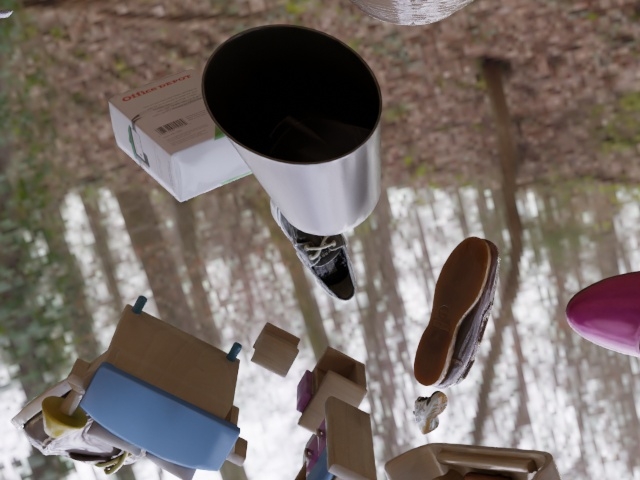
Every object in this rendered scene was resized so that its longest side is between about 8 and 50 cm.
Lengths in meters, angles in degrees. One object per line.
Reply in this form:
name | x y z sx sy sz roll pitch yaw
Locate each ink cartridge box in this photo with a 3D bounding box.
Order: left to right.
ink cartridge box | -0.210 -0.169 2.171 0.160 0.092 0.219 -23 -142 -24

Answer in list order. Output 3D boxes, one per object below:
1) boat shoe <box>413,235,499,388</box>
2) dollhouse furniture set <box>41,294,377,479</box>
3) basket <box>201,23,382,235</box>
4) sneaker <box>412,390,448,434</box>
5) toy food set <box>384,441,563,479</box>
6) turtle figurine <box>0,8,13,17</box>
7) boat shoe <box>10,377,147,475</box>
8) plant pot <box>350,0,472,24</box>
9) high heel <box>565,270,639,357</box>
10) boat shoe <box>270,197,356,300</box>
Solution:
boat shoe | 0.183 0.093 1.781 0.073 0.207 0.073 8 -160 -43
dollhouse furniture set | -0.127 0.194 1.367 0.303 0.198 0.286 27 -163 -10
basket | -0.012 -0.108 1.534 0.204 0.227 0.154 28 -106 20
sneaker | 0.124 0.196 1.635 0.032 0.083 0.037 -18 -121 -23
toy food set | 0.205 0.357 1.617 0.092 0.219 0.306 -29 -170 -27
turtle figurine | -0.583 -0.244 1.741 0.266 0.275 0.197 -23 -130 29
boat shoe | -0.209 0.185 1.435 0.117 0.096 0.324 -32 170 10
plant pot | 0.086 -0.289 1.363 0.237 0.109 0.237 1 -134 -1
high heel | 0.512 0.135 1.803 0.377 0.127 0.181 4 -152 -15
boat shoe | 0.000 0.000 1.936 0.078 0.219 0.070 -32 -137 0
